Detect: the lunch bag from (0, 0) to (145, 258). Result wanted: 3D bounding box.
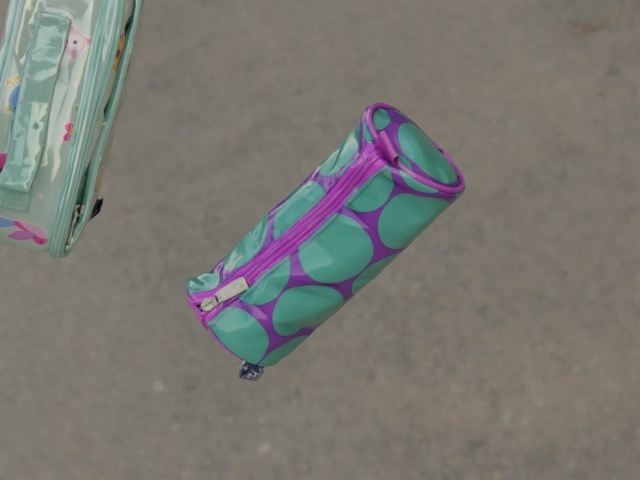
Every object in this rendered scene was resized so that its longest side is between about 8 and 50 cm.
[{"bbox_3d":[-0.218,-0.124,1.399,0.108,0.279,0.224,13,14,-7],"label":"lunch bag"}]

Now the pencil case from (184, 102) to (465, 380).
[{"bbox_3d":[0.000,0.000,0.835,0.151,0.070,0.064,-44,66,24],"label":"pencil case"}]
